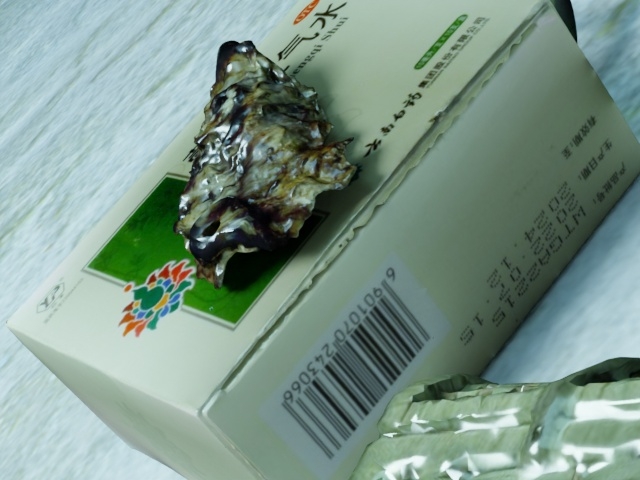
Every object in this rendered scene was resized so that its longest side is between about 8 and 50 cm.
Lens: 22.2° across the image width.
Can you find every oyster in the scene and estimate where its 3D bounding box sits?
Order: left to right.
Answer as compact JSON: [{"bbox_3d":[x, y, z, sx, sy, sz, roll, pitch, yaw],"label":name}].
[{"bbox_3d":[-0.032,-0.032,0.622,0.086,0.029,0.132,-43,33,-5],"label":"oyster"}]

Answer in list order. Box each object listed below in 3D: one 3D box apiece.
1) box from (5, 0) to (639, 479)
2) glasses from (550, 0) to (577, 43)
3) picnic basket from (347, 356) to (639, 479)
[{"bbox_3d":[0.000,0.000,0.668,0.212,0.095,0.168,-50,31,-17],"label":"box"},{"bbox_3d":[0.147,-0.145,0.760,0.239,0.102,0.207,-100,34,-62],"label":"glasses"},{"bbox_3d":[0.097,0.099,0.326,0.196,0.134,0.154,-14,35,48],"label":"picnic basket"}]
